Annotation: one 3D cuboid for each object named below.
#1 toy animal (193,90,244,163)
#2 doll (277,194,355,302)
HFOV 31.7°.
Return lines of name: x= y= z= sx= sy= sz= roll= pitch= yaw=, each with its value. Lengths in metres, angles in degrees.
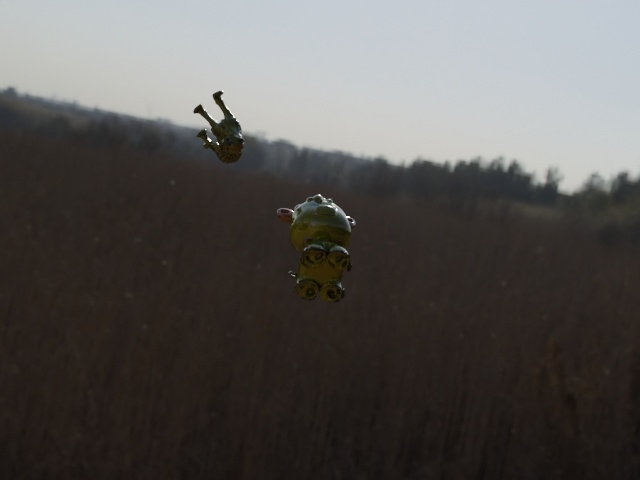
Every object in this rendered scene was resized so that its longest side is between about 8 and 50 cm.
toy animal: x=-0.193 y=-0.198 z=2.261 sx=0.073 sy=0.136 sz=0.181 roll=-30 pitch=-20 yaw=-20
doll: x=0.000 y=0.000 z=1.957 sx=0.143 sy=0.135 sz=0.221 roll=5 pitch=32 yaw=-10
